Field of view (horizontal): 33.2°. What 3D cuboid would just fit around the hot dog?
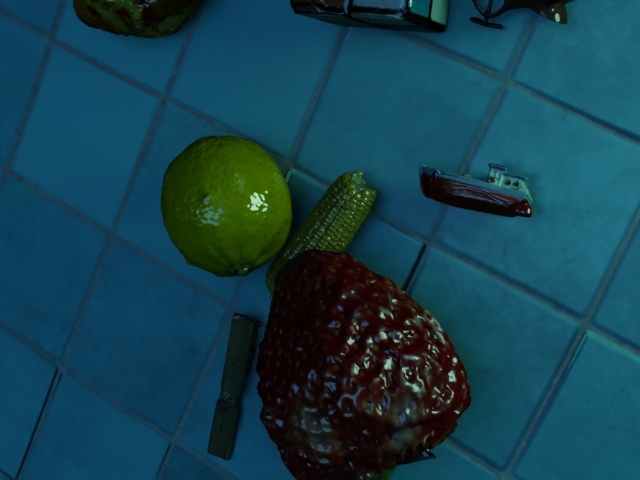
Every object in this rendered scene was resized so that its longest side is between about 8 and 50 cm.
[{"bbox_3d":[-0.281,-0.393,1.653,0.256,0.150,0.153,-11,79,25],"label":"hot dog"}]

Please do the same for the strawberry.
[{"bbox_3d":[0.038,0.187,1.465,0.291,0.292,0.310,-37,104,23],"label":"strawberry"}]

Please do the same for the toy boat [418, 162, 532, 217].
[{"bbox_3d":[0.214,-0.076,1.483,0.172,0.069,0.059,12,79,22],"label":"toy boat"}]

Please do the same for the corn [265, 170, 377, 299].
[{"bbox_3d":[0.000,0.000,1.582,0.080,0.080,0.238,44,109,16],"label":"corn"}]

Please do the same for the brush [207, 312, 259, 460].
[{"bbox_3d":[-0.135,0.231,1.691,0.043,0.036,0.248,20,109,27],"label":"brush"}]

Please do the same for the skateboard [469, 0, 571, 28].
[{"bbox_3d":[0.265,-0.320,1.450,0.151,0.067,0.080,24,114,27],"label":"skateboard"}]

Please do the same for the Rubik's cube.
[{"bbox_3d":[0.076,-0.385,1.468,0.180,0.167,0.183,7,98,23],"label":"Rubik's cube"}]

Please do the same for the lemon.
[{"bbox_3d":[-0.138,-0.051,1.579,0.192,0.192,0.231,-34,59,23],"label":"lemon"}]
